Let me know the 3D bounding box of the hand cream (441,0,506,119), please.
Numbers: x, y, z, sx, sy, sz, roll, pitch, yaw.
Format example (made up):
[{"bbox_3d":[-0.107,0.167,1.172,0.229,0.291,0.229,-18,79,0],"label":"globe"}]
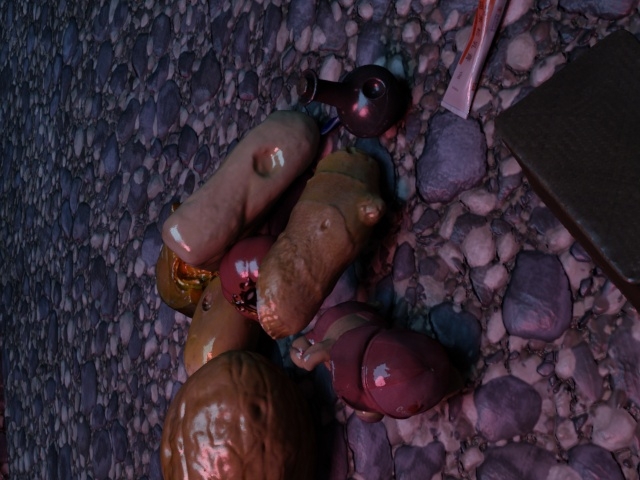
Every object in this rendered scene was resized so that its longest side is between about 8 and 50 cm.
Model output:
[{"bbox_3d":[0.229,-0.289,1.252,0.052,0.038,0.216,-99,25,-66],"label":"hand cream"}]

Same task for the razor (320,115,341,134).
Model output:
[{"bbox_3d":[0.044,-0.233,1.493,0.028,0.044,0.154,49,130,13],"label":"razor"}]

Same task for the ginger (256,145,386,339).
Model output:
[{"bbox_3d":[0.000,0.000,1.369,0.190,0.126,0.354,14,68,44],"label":"ginger"}]

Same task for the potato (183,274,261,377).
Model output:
[{"bbox_3d":[-0.184,0.172,1.645,0.150,0.146,0.234,10,72,28],"label":"potato"}]

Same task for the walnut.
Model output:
[{"bbox_3d":[-0.136,0.344,1.467,0.252,0.277,0.313,-14,66,20],"label":"walnut"}]

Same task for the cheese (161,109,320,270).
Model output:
[{"bbox_3d":[-0.150,-0.085,1.636,0.351,0.129,0.328,-48,-1,-11],"label":"cheese"}]

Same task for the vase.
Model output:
[{"bbox_3d":[0.043,-0.229,1.364,0.120,0.183,0.120,-10,78,54],"label":"vase"}]

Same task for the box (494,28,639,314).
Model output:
[{"bbox_3d":[0.343,-0.069,0.916,0.184,0.143,0.273,-37,51,9],"label":"box"}]

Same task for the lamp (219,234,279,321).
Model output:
[{"bbox_3d":[-0.091,0.065,1.525,0.182,0.182,0.140,-43,18,42],"label":"lamp"}]

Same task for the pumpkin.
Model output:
[{"bbox_3d":[-0.274,0.058,1.803,0.126,0.131,0.248,-35,57,46],"label":"pumpkin"}]

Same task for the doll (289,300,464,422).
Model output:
[{"bbox_3d":[0.077,0.185,1.265,0.256,0.196,0.152,17,117,60],"label":"doll"}]
